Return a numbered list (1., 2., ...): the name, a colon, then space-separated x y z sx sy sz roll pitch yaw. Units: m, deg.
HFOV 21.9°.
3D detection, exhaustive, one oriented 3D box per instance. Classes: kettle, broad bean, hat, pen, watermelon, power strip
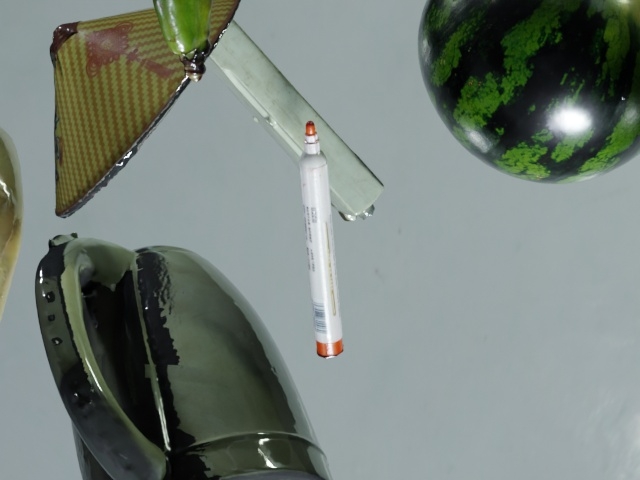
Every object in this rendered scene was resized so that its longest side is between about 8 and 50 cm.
1. kettle: -0.161 0.135 1.589 0.228 0.321 0.324 -34 54 18
2. broad bean: -0.069 -0.190 0.956 0.046 0.061 0.195 -1 66 24
3. hat: -0.141 -0.112 1.087 0.082 0.193 0.193 38 74 -13
4. pen: 0.000 0.000 1.372 0.026 0.218 0.026 -4 28 2
5. watermelon: 0.228 -0.179 1.609 0.269 0.269 0.269 0 70 1
6. power strip: -0.045 -0.129 1.550 0.048 0.080 0.286 -46 104 -7

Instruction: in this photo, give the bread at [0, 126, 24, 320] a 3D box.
1. bread: -0.524 -0.007 1.773 0.376 0.253 0.348 11 70 -19
